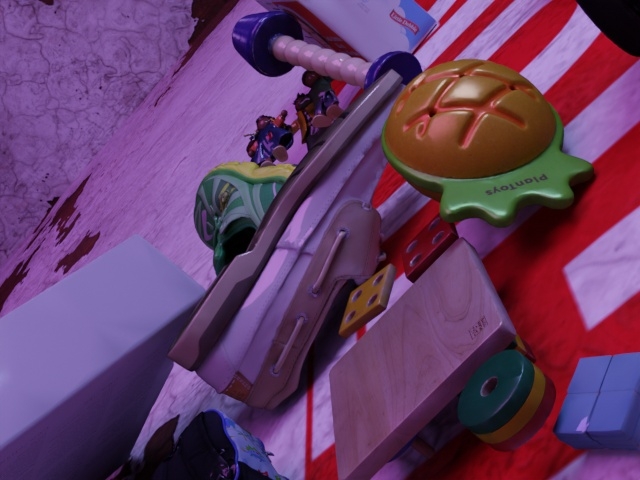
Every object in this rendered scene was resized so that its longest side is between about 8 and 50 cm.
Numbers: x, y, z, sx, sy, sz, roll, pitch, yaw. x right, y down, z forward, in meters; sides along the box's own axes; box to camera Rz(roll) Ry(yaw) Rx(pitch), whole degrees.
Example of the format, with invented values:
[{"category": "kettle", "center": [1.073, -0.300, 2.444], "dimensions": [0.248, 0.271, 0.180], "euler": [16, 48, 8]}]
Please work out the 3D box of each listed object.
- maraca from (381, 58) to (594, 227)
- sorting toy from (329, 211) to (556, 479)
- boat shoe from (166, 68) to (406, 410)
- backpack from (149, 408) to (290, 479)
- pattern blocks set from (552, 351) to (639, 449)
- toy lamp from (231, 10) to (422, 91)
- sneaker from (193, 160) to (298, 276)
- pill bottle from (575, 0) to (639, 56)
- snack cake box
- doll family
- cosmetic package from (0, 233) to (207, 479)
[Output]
[{"category": "maraca", "center": [0.113, -0.067, 0.685], "dimensions": [0.127, 0.099, 0.186], "euler": [-20, 36, -4]}, {"category": "sorting toy", "center": [0.067, 0.076, 0.603], "dimensions": [0.132, 0.046, 0.274], "euler": [-47, 16, 14]}, {"category": "boat shoe", "center": [0.000, 0.000, 0.815], "dimensions": [0.302, 0.103, 0.113], "euler": [-54, 6, -5]}, {"category": "backpack", "center": [-0.071, 0.183, 0.677], "dimensions": [0.105, 0.084, 0.114], "euler": [-50, 24, 4]}, {"category": "pattern blocks set", "center": [0.109, 0.180, 0.359], "dimensions": [0.325, 0.026, 0.285], "euler": [-58, 20, -16]}, {"category": "toy lamp", "center": [-0.004, -0.202, 1.069], "dimensions": [0.274, 0.080, 0.080], "euler": [27, 79, 45]}, {"category": "sneaker", "center": [-0.078, -0.011, 1.002], "dimensions": [0.123, 0.109, 0.295], "euler": [-53, 19, -16]}, {"category": "pill bottle", "center": [0.255, -0.215, 0.587], "dimensions": [0.219, 0.123, 0.123], "euler": [-40, 23, 33]}, {"category": "snack cake box", "center": [0.020, -0.287, 1.206], "dimensions": [0.089, 0.152, 0.264], "euler": [-51, 19, 2]}, {"category": "doll family", "center": [-0.038, -0.125, 1.151], "dimensions": [0.193, 0.076, 0.111], "euler": [-36, 43, 14]}, {"category": "cosmetic package", "center": [-0.278, 0.190, 0.804], "dimensions": [0.377, 0.097, 0.284], "euler": [-39, -19, -49]}]
